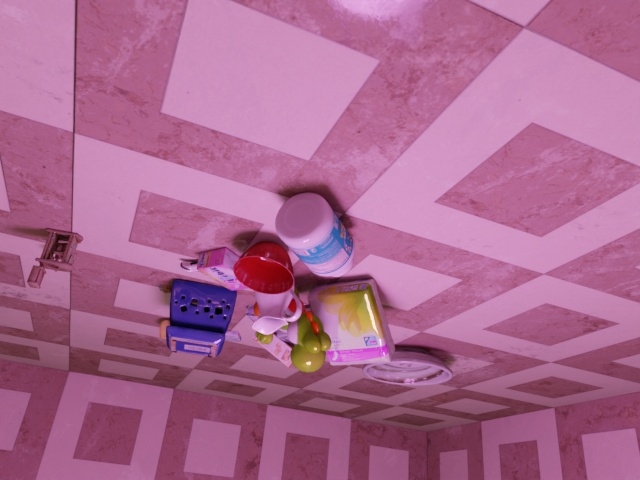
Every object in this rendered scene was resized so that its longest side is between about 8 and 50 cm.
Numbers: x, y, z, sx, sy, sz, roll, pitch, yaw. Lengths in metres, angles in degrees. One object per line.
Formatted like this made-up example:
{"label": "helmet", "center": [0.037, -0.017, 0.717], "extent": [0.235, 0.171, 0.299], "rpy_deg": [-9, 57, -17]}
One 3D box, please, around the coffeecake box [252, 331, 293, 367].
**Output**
{"label": "coffeecake box", "center": [-0.162, 0.418, 2.091], "extent": [0.186, 0.068, 0.142], "rpy_deg": [35, 174, 17]}

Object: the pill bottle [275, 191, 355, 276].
{"label": "pill bottle", "center": [0.000, 0.000, 1.380], "extent": [0.146, 0.146, 0.264], "rpy_deg": [-6, 150, 21]}

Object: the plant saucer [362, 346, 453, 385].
{"label": "plant saucer", "center": [0.392, 0.561, 2.407], "extent": [0.401, 0.100, 0.400], "rpy_deg": [4, 152, 2]}

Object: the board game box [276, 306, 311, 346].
{"label": "board game box", "center": [0.021, 0.334, 2.029], "extent": [0.304, 0.097, 0.224], "rpy_deg": [-16, 145, 28]}

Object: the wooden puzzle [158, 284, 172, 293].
{"label": "wooden puzzle", "center": [-0.572, 0.181, 1.972], "extent": [0.050, 0.006, 0.083], "rpy_deg": [8, 152, -4]}

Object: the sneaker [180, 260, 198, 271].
{"label": "sneaker", "center": [-0.398, 0.079, 1.725], "extent": [0.109, 0.040, 0.043], "rpy_deg": [7, 136, -11]}

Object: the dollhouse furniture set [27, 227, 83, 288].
{"label": "dollhouse furniture set", "center": [-0.805, 0.085, 1.648], "extent": [0.101, 0.181, 0.161], "rpy_deg": [10, 151, -9]}

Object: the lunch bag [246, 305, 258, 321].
{"label": "lunch bag", "center": [-0.233, 0.285, 2.058], "extent": [0.083, 0.053, 0.071], "rpy_deg": [5, 151, 23]}

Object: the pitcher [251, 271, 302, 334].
{"label": "pitcher", "center": [-0.126, 0.170, 1.653], "extent": [0.178, 0.207, 0.125], "rpy_deg": [-18, 141, 29]}

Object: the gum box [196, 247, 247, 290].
{"label": "gum box", "center": [-0.289, 0.097, 1.702], "extent": [0.107, 0.062, 0.188], "rpy_deg": [-11, 147, 29]}

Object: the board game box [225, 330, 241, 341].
{"label": "board game box", "center": [-0.408, 0.428, 2.390], "extent": [0.090, 0.020, 0.090], "rpy_deg": [4, 153, 4]}

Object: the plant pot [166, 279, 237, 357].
{"label": "plant pot", "center": [-0.441, 0.295, 1.939], "extent": [0.236, 0.212, 0.236], "rpy_deg": [11, 149, -10]}

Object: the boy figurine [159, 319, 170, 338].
{"label": "boy figurine", "center": [-0.583, 0.423, 2.341], "extent": [0.177, 0.092, 0.285], "rpy_deg": [-6, 153, 33]}

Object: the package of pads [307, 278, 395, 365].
{"label": "package of pads", "center": [0.101, 0.278, 1.791], "extent": [0.229, 0.101, 0.296], "rpy_deg": [-9, 111, 24]}

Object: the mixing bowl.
{"label": "mixing bowl", "center": [-0.156, 0.067, 1.567], "extent": [0.182, 0.098, 0.181], "rpy_deg": [8, 141, 7]}

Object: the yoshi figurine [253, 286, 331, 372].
{"label": "yoshi figurine", "center": [-0.087, 0.303, 1.737], "extent": [0.203, 0.204, 0.362], "rpy_deg": [56, 168, -32]}
